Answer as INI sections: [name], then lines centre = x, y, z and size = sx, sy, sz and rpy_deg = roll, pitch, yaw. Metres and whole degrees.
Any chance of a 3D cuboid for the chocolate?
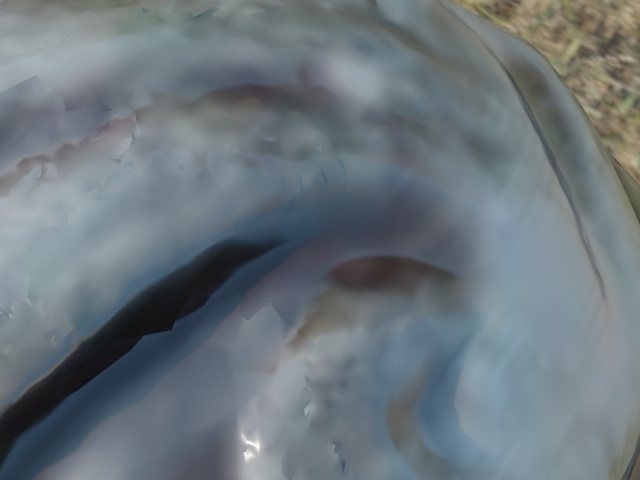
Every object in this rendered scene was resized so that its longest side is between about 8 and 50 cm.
[chocolate]
centre = -0.031, 0.045, 0.427
size = 0.303, 0.213, 0.303
rpy_deg = 8, 77, -37
